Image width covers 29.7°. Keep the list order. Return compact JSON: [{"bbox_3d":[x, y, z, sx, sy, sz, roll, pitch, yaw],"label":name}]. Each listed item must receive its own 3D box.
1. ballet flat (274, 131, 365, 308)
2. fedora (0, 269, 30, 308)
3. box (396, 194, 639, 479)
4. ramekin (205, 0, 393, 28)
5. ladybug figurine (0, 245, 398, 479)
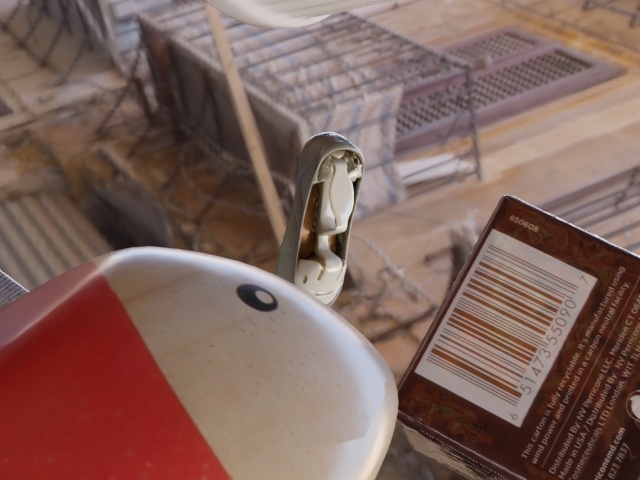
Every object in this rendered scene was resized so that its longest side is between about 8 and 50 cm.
[{"bbox_3d":[0.000,0.000,1.196,0.068,0.072,0.213,25,-70,59],"label":"ballet flat"},{"bbox_3d":[-0.259,0.150,0.863,0.275,0.243,0.124,44,-59,-13],"label":"fedora"},{"bbox_3d":[0.166,0.100,0.851,0.167,0.168,0.203,26,-11,16],"label":"box"},{"bbox_3d":[0.016,-0.256,0.678,0.127,0.273,0.273,4,-60,31],"label":"ramekin"},{"bbox_3d":[-0.174,0.150,0.577,0.162,0.449,0.305,58,-14,-14],"label":"ladybug figurine"}]
